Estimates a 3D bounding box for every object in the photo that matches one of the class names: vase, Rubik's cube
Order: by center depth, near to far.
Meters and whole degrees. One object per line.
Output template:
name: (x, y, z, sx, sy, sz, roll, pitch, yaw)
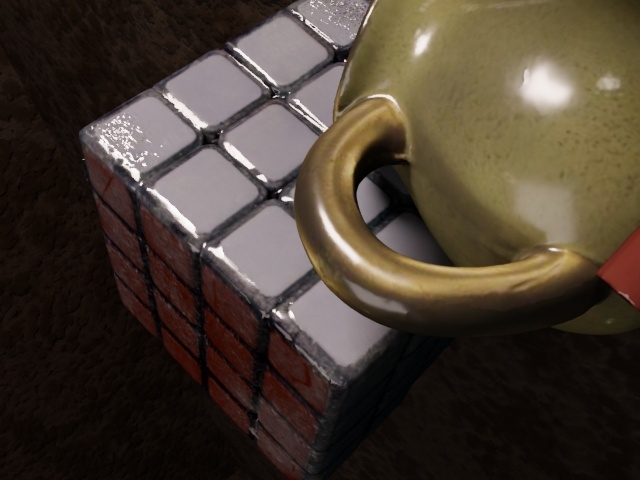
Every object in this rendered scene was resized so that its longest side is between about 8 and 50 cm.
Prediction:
vase: (0.118, -0.062, 0.529, 0.302, 0.329, 0.240, 34, 145, 19)
Rubik's cube: (0.000, 0.000, 0.806, 0.344, 0.337, 0.344, 43, 154, 16)

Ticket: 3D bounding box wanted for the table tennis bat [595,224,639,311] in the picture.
table tennis bat: (0.253, -0.089, 0.374, 0.200, 0.310, 0.038, 37, -168, 1)
